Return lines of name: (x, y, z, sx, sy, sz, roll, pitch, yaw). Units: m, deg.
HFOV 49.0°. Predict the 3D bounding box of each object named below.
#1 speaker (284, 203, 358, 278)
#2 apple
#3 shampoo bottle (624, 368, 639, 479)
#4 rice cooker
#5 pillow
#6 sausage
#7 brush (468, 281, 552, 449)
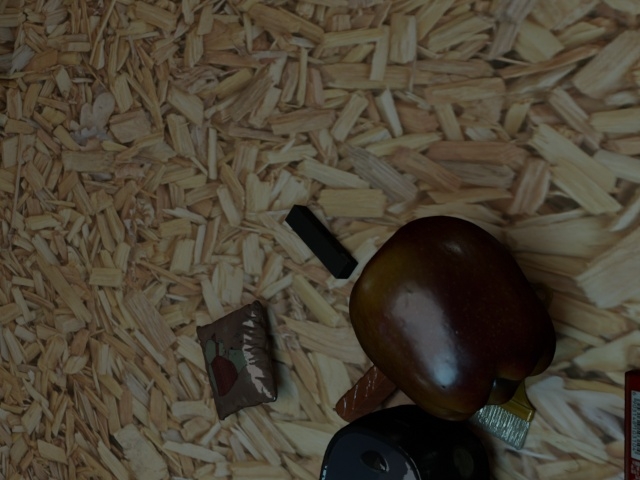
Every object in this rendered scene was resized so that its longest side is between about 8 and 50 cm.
speaker: (0.000, 0.000, 1.434, 0.191, 0.040, 0.046, 48, 118, 33)
apple: (0.196, 0.113, 1.094, 0.288, 0.288, 0.317, -52, 58, 27)
shampoo bottle: (0.475, 0.337, 0.957, 0.118, 0.076, 0.314, -1, 87, 41)
rice cooker: (0.142, 0.407, 1.160, 0.267, 0.224, 0.267, -3, 85, 40)
pillow: (-0.187, 0.269, 1.562, 0.223, 0.084, 0.236, -32, 65, 39)
sausage: (0.085, 0.290, 1.325, 0.169, 0.065, 0.065, -51, 57, 28)
brush: (0.324, 0.197, 1.146, 0.103, 0.013, 0.272, 23, 102, 40)
